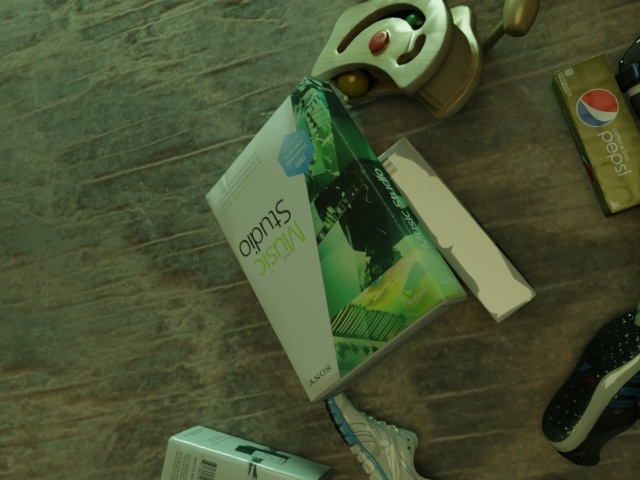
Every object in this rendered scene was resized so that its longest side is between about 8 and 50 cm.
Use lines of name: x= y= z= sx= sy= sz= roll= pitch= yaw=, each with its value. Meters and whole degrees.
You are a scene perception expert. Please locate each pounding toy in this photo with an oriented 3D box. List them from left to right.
pounding toy: x=0.133 y=-0.206 z=0.800 sx=0.270 sy=0.155 sz=0.154 roll=-4 pitch=66 yaw=46

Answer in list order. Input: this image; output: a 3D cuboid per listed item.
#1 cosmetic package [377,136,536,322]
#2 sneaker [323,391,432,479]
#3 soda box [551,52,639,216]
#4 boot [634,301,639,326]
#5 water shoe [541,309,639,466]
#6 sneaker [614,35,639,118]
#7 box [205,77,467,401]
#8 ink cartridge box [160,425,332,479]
cosmetic package: x=0.162 y=-0.013 z=0.807 sx=0.060 sy=0.099 sz=0.239 roll=-39 pitch=78 yaw=8
sneaker: x=0.076 y=0.252 z=0.838 sx=0.083 sy=0.071 sz=0.190 roll=-34 pitch=78 yaw=-7
soda box: x=0.337 y=-0.122 z=0.784 sx=0.061 sy=0.058 sz=0.181 roll=-21 pitch=81 yaw=14
boot: x=0.469 y=0.023 z=0.696 sx=0.262 sy=0.095 sz=0.203 roll=9 pitch=86 yaw=-2
water shoe: x=0.340 y=0.168 z=0.768 sx=0.080 sy=0.073 sz=0.203 roll=43 pitch=88 yaw=-23
sneaker: x=0.443 y=-0.229 z=0.749 sx=0.217 sy=0.079 sz=0.121 roll=-31 pitch=79 yaw=13
box: x=0.000 y=0.000 z=0.806 sx=0.232 sy=0.058 sz=0.322 roll=-45 pitch=65 yaw=32
ink cartridge box: x=-0.102 y=0.348 z=0.864 sx=0.208 sy=0.087 sz=0.153 roll=12 pitch=89 yaw=17
